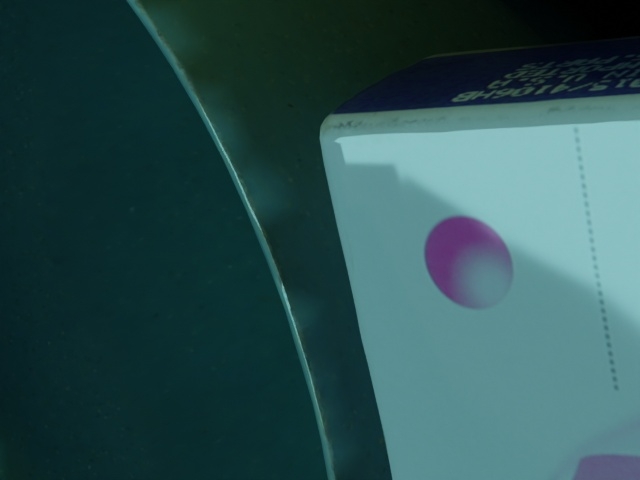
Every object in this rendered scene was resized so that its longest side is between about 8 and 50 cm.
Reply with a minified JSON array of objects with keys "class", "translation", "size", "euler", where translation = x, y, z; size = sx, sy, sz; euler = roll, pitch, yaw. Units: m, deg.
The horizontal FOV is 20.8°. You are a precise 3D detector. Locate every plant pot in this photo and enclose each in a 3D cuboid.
[{"class":"plant pot","translation":[0.000,0.000,0.581],"size":[0.290,0.195,0.290],"euler":[37,138,43]}]

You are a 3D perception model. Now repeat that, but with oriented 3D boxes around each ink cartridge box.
[{"class":"ink cartridge box","translation":[0.178,0.113,0.355],"size":[0.324,0.071,0.330],"euler":[-3,108,33]}]
